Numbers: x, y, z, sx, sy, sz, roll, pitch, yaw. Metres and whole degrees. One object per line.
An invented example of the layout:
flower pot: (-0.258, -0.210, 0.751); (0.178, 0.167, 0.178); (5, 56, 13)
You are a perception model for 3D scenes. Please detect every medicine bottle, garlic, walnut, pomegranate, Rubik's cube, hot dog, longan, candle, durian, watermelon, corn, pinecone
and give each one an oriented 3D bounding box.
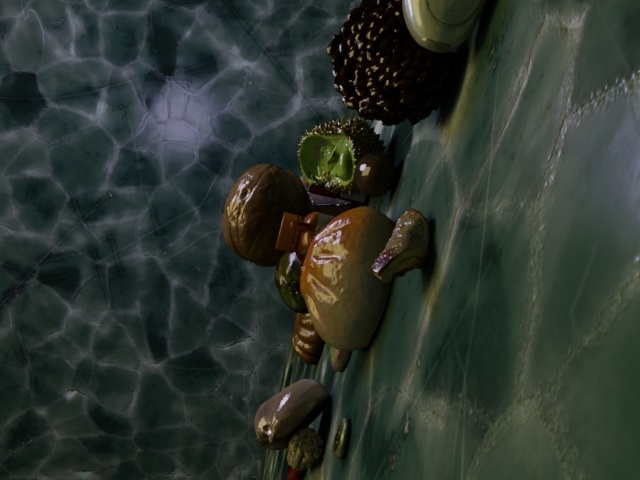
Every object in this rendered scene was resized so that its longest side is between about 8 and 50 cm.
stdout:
medicine bottle: (0.000, 0.001, 1.534); (0.149, 0.222, 0.112); (116, 167, -68)
garlic: (-0.082, 0.429, 1.451); (0.217, 0.110, 0.228); (-43, -20, 3)
walnut: (-0.159, -0.078, 1.793); (0.313, 0.277, 0.252); (-66, 17, -4)
pomegranate: (-0.027, 0.080, 1.720); (0.222, 0.204, 0.277); (-40, 29, 32)
Rubik's cube: (0.061, -0.205, 1.686); (0.183, 0.180, 0.167); (-119, 42, -81)
hot dog: (0.130, 0.017, 0.867); (0.078, 0.061, 0.169); (-25, 21, 44)
longan: (0.123, -0.150, 1.277); (0.113, 0.092, 0.113); (-64, 2, 4)
candle: (-0.059, 0.631, 1.605); (0.053, 0.048, 0.162); (62, 155, 25)
durian: (0.061, -0.211, 1.482); (0.236, 0.176, 0.200); (-2, 93, 47)
watermelon: (0.053, -0.107, 1.984); (0.292, 0.250, 0.283); (34, 85, 43)
corn: (-0.047, 0.523, 1.444); (0.211, 0.087, 0.087); (112, 170, -59)
pinecone: (0.124, -0.292, 0.989); (0.221, 0.221, 0.222); (-166, 90, -86)

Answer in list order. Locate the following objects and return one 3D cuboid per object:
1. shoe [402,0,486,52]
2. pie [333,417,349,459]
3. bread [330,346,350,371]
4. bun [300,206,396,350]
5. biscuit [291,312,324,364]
shoe: (0.209, -0.441, 0.793); (0.210, 0.132, 0.342); (-95, 22, -85)
pie: (0.040, 0.390, 1.146); (0.084, 0.021, 0.084); (-166, 90, -85)
bread: (0.058, 0.205, 1.411); (0.228, 0.033, 0.229); (-167, 90, -84)
bun: (0.040, 0.072, 1.192); (0.299, 0.164, 0.299); (-165, 90, -87)
biscuit: (-0.028, 0.258, 1.973); (0.326, 0.107, 0.326); (-170, 90, -84)
